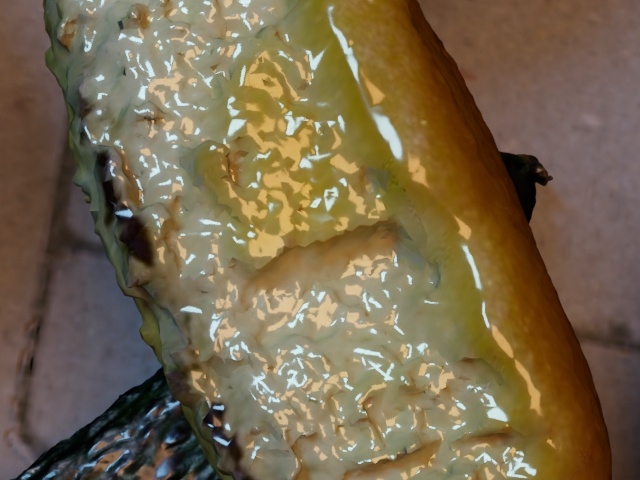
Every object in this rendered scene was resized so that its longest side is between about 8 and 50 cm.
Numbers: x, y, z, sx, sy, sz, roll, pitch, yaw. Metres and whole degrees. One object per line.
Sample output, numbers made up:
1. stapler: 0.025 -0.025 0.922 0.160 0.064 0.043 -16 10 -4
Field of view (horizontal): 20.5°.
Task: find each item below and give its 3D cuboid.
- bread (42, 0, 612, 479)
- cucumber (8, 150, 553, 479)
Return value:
1. bread: 0.000 0.000 0.550 0.121 0.174 0.245 -27 78 0
2. cucumber: -0.019 0.051 0.650 0.293 0.067 0.067 -37 90 -18
